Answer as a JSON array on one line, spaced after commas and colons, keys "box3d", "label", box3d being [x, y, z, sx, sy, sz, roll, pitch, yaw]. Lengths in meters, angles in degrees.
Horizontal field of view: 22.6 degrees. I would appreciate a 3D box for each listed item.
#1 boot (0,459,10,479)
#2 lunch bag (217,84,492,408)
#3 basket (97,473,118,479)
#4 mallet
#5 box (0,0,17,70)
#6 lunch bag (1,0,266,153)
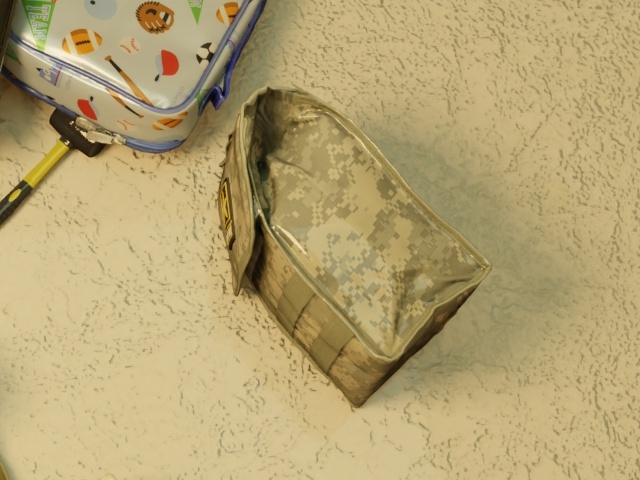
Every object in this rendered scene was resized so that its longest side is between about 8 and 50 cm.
[{"box3d": [-0.366, 0.174, 1.508, 0.077, 0.165, 0.213, -32, 79, -15], "label": "boot"}, {"box3d": [0.000, 0.000, 1.575, 0.169, 0.235, 0.287, -41, 83, -17], "label": "lunch bag"}, {"box3d": [-0.224, 0.312, 1.519, 0.167, 0.113, 0.103, -38, 78, -16], "label": "basket"}, {"box3d": [-0.291, -0.058, 1.659, 0.062, 0.039, 0.190, 32, 76, 6], "label": "mallet"}, {"box3d": [-0.396, -0.191, 1.521, 0.190, 0.045, 0.184, 10, 106, -26], "label": "box"}, {"box3d": [-0.184, -0.239, 1.668, 0.243, 0.115, 0.303, 27, 61, -1], "label": "lunch bag"}]
